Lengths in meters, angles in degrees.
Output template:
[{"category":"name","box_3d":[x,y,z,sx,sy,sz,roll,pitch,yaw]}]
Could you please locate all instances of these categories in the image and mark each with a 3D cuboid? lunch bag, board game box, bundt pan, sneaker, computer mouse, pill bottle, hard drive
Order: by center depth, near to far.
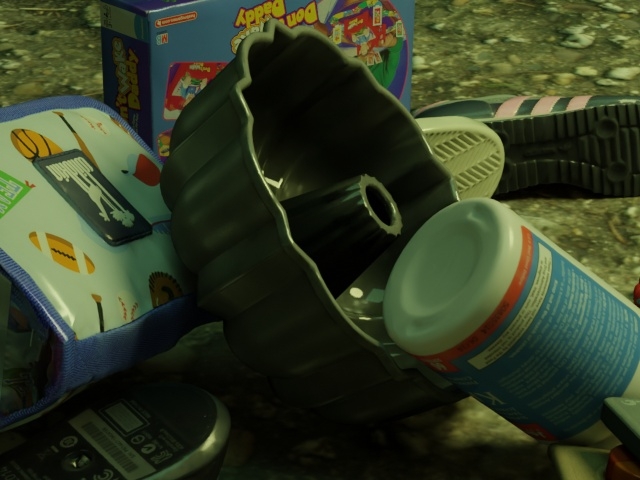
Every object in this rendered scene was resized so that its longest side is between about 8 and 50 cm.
[{"category":"hard drive","box_3d":[0.256,0.143,1.177,0.094,0.022,0.135,3,19,-18]},{"category":"computer mouse","box_3d":[-0.182,0.182,1.189,0.272,0.072,0.188,-23,32,-21]},{"category":"pill bottle","box_3d":[0.161,0.074,1.264,0.221,0.124,0.124,35,7,-29]},{"category":"lunch bag","box_3d":[-0.281,0.010,1.334,0.385,0.239,0.328,14,15,19]},{"category":"bundt pan","box_3d":[0.000,0.000,1.365,0.124,0.331,0.331,-31,10,26]},{"category":"sneaker","box_3d":[0.006,-0.065,1.687,0.350,0.131,0.148,-12,31,-28]},{"category":"board game box","box_3d":[-0.055,-0.155,1.770,0.347,0.233,0.078,-18,30,-39]},{"category":"sneaker","box_3d":[0.244,-0.115,1.842,0.319,0.112,0.131,0,26,-6]}]

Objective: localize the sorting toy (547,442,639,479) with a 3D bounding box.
[{"category":"sorting toy","box_3d":[0.316,0.188,1.158,0.307,0.041,0.229,8,13,-5]}]

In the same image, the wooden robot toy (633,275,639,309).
[{"category":"wooden robot toy","box_3d":[0.316,0.026,1.551,0.076,0.079,0.173,9,24,17]}]
